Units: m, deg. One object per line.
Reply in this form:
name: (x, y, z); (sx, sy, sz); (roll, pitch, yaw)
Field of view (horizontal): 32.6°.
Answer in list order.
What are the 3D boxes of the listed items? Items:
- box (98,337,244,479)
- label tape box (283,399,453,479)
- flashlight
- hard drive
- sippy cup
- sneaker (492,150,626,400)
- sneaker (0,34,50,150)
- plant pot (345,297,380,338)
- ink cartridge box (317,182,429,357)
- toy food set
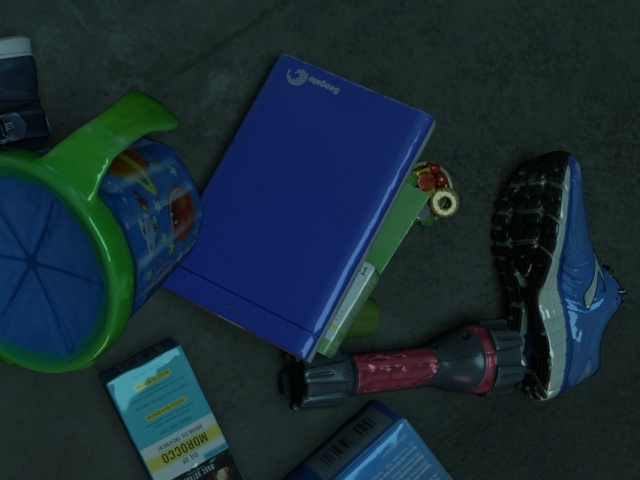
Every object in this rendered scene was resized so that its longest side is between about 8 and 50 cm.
box: (-0.169, 0.249, 1.321); (0.100, 0.060, 0.244); (-27, 103, -16)
label tape box: (0.092, 0.419, 1.408); (0.249, 0.115, 0.347); (-40, 109, -12)
flashlight: (0.108, 0.161, 1.389); (0.304, 0.103, 0.103); (-3, 119, -24)
hard drive: (-0.030, -0.044, 1.287); (0.210, 0.040, 0.318); (25, 80, 17)
sippy cup: (-0.248, -0.010, 1.164); (0.224, 0.305, 0.240); (-38, 109, -57)
sneaker: (0.324, 0.042, 1.467); (0.147, 0.130, 0.330); (-9, 104, -30)
sneaker: (-0.407, -0.122, 1.185); (0.226, 0.086, 0.163); (-15, 97, -20)
plant pot: (0.029, 0.094, 1.378); (0.079, 0.083, 0.083); (9, 92, -34)
ink cartridge box: (0.000, 0.000, 1.320); (0.171, 0.056, 0.235); (30, 85, 17)
toy food set: (0.138, -0.061, 1.428); (0.083, 0.020, 0.083); (-21, 102, -17)
